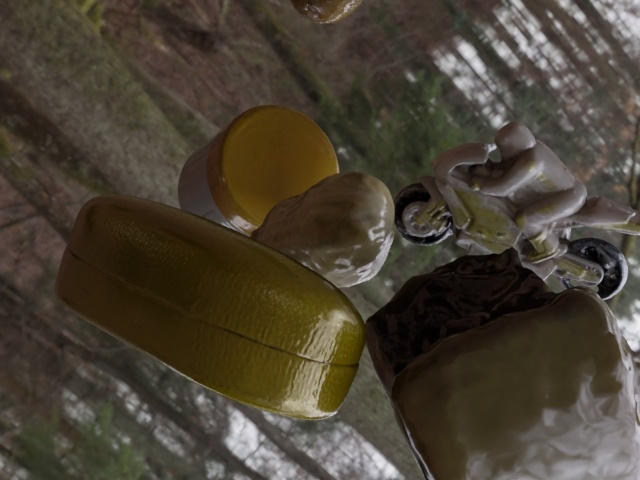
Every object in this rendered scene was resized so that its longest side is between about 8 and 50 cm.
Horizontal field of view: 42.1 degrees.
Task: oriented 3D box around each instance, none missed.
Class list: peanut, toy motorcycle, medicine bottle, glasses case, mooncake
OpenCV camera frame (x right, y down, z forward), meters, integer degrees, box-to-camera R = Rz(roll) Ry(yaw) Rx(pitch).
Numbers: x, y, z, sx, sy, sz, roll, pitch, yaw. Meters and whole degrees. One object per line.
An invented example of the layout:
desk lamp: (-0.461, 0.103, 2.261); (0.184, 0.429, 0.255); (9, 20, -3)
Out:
peanut: (0.000, 0.000, 1.146); (0.313, 0.152, 0.152); (-22, -150, 56)
toy motorcycle: (0.274, -0.048, 1.150); (0.108, 0.340, 0.223); (-45, 153, -58)
medicine bottle: (-0.118, -0.105, 1.541); (0.238, 0.238, 0.232); (-55, -164, -26)
glasses case: (-0.128, 0.047, 0.843); (0.371, 0.173, 0.141); (20, -87, 36)
mooncake: (0.188, 0.151, 0.926); (0.246, 0.393, 0.394); (-21, -133, -2)

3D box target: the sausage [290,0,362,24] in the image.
sausage: (0.081, -0.436, 1.162); (0.501, 0.123, 0.136); (166, -69, -65)
